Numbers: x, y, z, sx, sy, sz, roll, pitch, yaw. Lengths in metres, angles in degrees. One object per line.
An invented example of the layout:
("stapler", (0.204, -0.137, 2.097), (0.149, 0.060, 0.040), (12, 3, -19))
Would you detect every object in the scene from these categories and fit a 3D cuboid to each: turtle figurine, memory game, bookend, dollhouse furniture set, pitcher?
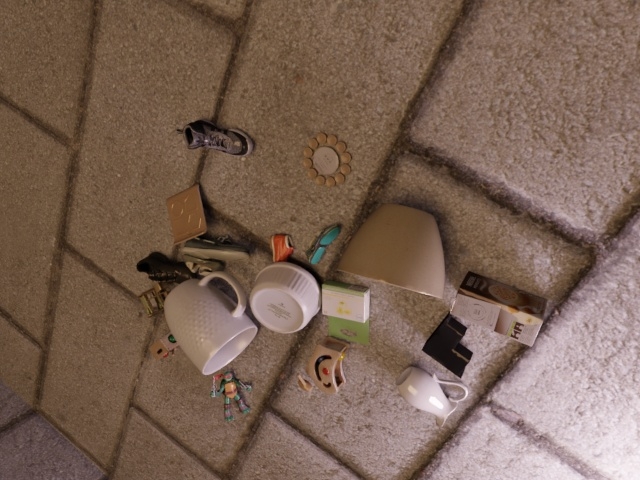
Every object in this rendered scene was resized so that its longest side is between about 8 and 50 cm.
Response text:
("turtle figurine", (-0.391, 0.662, 2.227), (0.175, 0.118, 0.234), (-13, 107, -10))
("memory game", (0.021, -0.269, 1.717), (0.186, 0.012, 0.186), (10, 113, 25))
("bookend", (0.445, 0.341, 1.674), (0.156, 0.072, 0.157), (35, 120, 12))
("dollhouse furniture set", (-0.706, 0.289, 2.228), (0.161, 0.101, 0.181), (-33, 83, 50))
("pitcher", (0.385, 0.516, 1.755), (0.207, 0.125, 0.177), (40, 102, -2))

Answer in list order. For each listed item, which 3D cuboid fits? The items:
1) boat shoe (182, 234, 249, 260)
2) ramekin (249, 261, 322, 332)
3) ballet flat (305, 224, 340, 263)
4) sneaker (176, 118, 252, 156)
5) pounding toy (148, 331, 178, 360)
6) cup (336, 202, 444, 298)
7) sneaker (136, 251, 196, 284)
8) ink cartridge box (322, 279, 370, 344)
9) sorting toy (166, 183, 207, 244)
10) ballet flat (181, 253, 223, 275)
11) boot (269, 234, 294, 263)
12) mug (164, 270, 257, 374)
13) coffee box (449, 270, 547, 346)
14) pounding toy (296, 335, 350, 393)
("boat shoe", (-0.408, 0.018, 1.996), (0.320, 0.116, 0.099), (3, 71, 31))
("ramekin", (-0.137, 0.222, 1.878), (0.273, 0.127, 0.272), (10, 124, 15))
("ballet flat", (0.000, 0.000, 1.801), (0.070, 0.070, 0.188), (41, 118, 10))
("sneaker", (-0.385, -0.357, 1.821), (0.269, 0.153, 0.101), (23, 118, 20))
("pounding toy", (-0.689, 0.482, 2.308), (0.141, 0.130, 0.100), (-38, 88, 33))
("cup", (0.237, 0.021, 1.556), (0.331, 0.331, 0.236), (13, 87, 24))
("sneaker", (-0.659, 0.140, 2.168), (0.287, 0.130, 0.109), (14, 112, 22))
("ink cartridge box", (0.093, 0.272, 1.853), (0.171, 0.056, 0.234), (9, 110, 26))
("sorting toy", (-0.533, -0.102, 2.037), (0.193, 0.038, 0.208), (-18, 77, 32))
("ballet flat", (-0.500, 0.106, 2.096), (0.213, 0.068, 0.072), (10, 149, 23))
("boot", (-0.135, 0.053, 1.895), (0.085, 0.059, 0.157), (-6, 104, 25))
("mug", (-0.436, 0.289, 2.026), (0.328, 0.276, 0.374), (45, 113, 16))
("coffee box", (0.537, 0.200, 1.531), (0.247, 0.141, 0.098), (21, 117, 20))
("pounding toy", (0.013, 0.505, 1.920), (0.154, 0.155, 0.269), (34, 123, 17))
